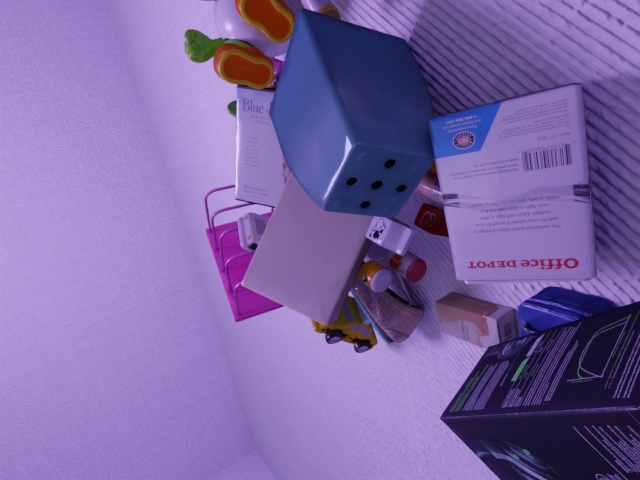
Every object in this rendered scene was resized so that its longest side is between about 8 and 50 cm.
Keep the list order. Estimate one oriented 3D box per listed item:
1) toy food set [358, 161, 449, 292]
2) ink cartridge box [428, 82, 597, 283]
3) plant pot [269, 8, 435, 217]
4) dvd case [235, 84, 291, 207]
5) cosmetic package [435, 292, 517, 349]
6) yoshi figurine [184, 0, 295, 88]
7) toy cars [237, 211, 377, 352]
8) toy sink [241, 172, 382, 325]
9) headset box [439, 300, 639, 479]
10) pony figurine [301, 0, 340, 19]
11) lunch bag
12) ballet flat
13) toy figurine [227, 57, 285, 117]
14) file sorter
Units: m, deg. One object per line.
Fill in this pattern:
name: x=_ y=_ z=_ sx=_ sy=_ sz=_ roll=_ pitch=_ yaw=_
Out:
toy food set: x=0.152 y=-0.015 z=0.591 sx=0.105 sy=0.111 sz=0.232 roll=36 pitch=107 yaw=47
ink cartridge box: x=0.212 y=-0.057 z=0.449 sx=0.140 sy=0.082 sz=0.190 roll=-5 pitch=108 yaw=33
plant pot: x=0.045 y=-0.151 z=0.544 sx=0.165 sy=0.166 sz=0.234 roll=118 pitch=147 yaw=-44
dvd case: x=-0.096 y=-0.190 z=0.874 sx=0.181 sy=0.022 sz=0.252 roll=13 pitch=115 yaw=14
cosmetic package: x=0.236 y=0.124 z=0.629 sx=0.115 sy=0.041 sz=0.060 roll=8 pitch=116 yaw=60
yoshi figurine: x=-0.177 y=-0.442 z=0.749 sx=0.202 sy=0.204 sz=0.361 roll=73 pitch=176 yaw=-50
toy cars: x=-0.003 y=0.078 z=0.837 sx=0.087 sy=0.176 sz=0.393 roll=-39 pitch=94 yaw=22
toy sink: x=0.000 y=0.000 z=0.688 sx=0.153 sy=0.233 sz=0.131 roll=23 pitch=179 yaw=12
headset box: x=0.298 y=0.213 z=0.403 sx=0.246 sy=0.131 sz=0.283 roll=44 pitch=152 yaw=8
pony figurine: x=-0.098 y=-0.489 z=0.513 sx=0.363 sy=0.303 sz=0.351 roll=53 pitch=-175 yaw=18
lunch bag: x=0.287 y=0.100 z=0.493 sx=0.099 sy=0.065 sz=0.067 roll=11 pitch=118 yaw=58
ballet flat: x=0.078 y=0.045 z=0.785 sx=0.316 sy=0.106 sz=0.108 roll=50 pitch=-167 yaw=10
toy figurine: x=-0.111 y=-0.340 z=0.882 sx=0.173 sy=0.130 sz=0.159 roll=31 pitch=129 yaw=19
file sorter: x=-0.163 y=0.013 z=1.038 sx=0.182 sy=0.202 sz=0.290 roll=100 pitch=148 yaw=-54
